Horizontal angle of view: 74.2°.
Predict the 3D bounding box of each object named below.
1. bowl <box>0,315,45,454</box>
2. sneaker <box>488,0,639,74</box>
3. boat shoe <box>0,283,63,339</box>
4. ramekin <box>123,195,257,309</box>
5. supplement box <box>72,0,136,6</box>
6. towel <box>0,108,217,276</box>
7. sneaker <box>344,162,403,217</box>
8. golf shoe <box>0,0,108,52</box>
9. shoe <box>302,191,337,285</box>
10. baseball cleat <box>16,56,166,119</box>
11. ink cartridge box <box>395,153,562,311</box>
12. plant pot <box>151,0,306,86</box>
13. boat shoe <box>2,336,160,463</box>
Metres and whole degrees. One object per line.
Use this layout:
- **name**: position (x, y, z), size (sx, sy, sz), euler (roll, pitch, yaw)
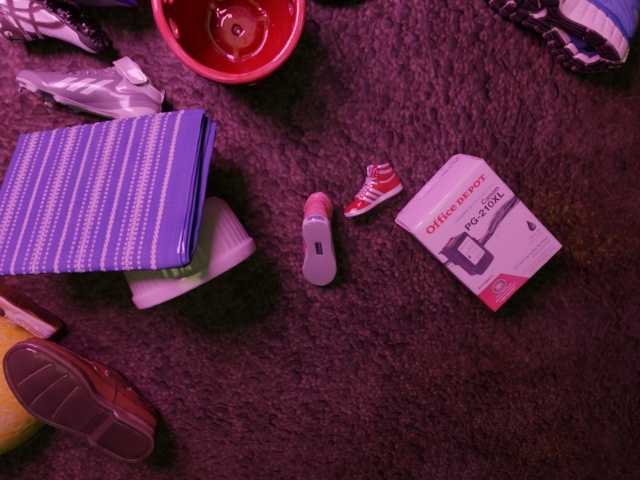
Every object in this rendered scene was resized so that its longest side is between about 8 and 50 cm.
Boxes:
- **bowl**: position (-0.630, 0.283, 0.727), size (0.289, 0.156, 0.289), euler (-2, 106, -6)
- **sneaker**: position (0.381, -0.419, 0.673), size (0.330, 0.130, 0.147), euler (32, 86, -18)
- **boat shoe**: position (-0.531, 0.130, 0.749), size (0.135, 0.050, 0.045), euler (42, 92, -16)
- **ramekin**: position (-0.217, 0.011, 0.676), size (0.207, 0.207, 0.109), euler (-25, 99, 1)
- **supplement box**: position (-0.325, -0.442, 0.553), size (0.114, 0.111, 0.220), euler (14, 107, 24)
- **towel**: position (-0.318, -0.067, 0.610), size (0.336, 0.040, 0.243), euler (-3, 68, 13)
- **sneaker**: position (0.084, -0.094, 0.760), size (0.118, 0.042, 0.067), euler (-31, 112, -5)
- **golf shoe**: position (-0.416, -0.321, 0.625), size (0.198, 0.077, 0.094), euler (31, 112, -8)
- **shoe**: position (0.000, 0.000, 0.769), size (0.063, 0.081, 0.178), euler (1, 136, 5)
- **baseball cleat**: position (-0.349, -0.244, 0.661), size (0.206, 0.072, 0.109), euler (17, 90, -16)
- **ink cartridge box**: position (0.285, -0.015, 0.776), size (0.237, 0.100, 0.172), euler (41, 97, -16)
- **plant pot**: position (-0.121, -0.317, 0.601), size (0.191, 0.174, 0.191), euler (-2, 107, -6)
- **boat shoe**: position (-0.427, 0.282, 0.776), size (0.111, 0.104, 0.307), euler (-36, 110, 2)
